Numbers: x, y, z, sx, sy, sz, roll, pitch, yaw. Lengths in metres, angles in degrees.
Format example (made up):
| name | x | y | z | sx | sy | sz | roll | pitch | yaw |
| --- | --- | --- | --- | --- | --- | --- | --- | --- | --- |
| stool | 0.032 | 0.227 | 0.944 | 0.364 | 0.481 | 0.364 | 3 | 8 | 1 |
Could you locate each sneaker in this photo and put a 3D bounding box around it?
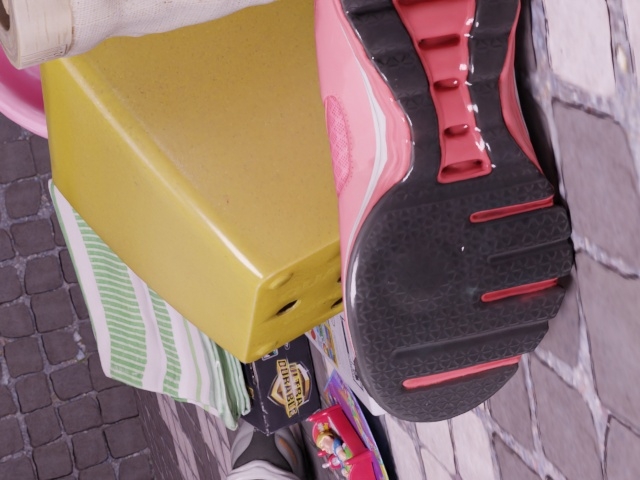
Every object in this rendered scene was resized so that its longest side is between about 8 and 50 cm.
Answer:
| name | x | y | z | sx | sy | sz | roll | pitch | yaw |
| --- | --- | --- | --- | --- | --- | --- | --- | --- | --- |
| sneaker | -0.050 | 0.268 | 1.623 | 0.271 | 0.100 | 0.108 | 92 | -178 | -61 |
| sneaker | 0.057 | -0.061 | 0.790 | 0.136 | 0.115 | 0.314 | -113 | 18 | -70 |

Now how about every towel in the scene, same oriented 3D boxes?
| name | x | y | z | sx | sy | sz | roll | pitch | yaw |
| --- | --- | --- | --- | --- | --- | --- | --- | --- | --- |
| towel | -0.179 | 0.050 | 1.518 | 0.325 | 0.038 | 0.248 | 9 | 116 | 61 |

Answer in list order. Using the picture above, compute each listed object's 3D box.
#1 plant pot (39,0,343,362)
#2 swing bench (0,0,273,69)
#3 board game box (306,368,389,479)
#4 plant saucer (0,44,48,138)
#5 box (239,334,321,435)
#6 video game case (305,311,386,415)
| name | x | y | z | sx | sy | sz | roll | pitch | yaw |
| --- | --- | --- | --- | --- | --- | --- | --- | --- | --- |
| plant pot | -0.031 | -0.052 | 0.931 | 0.187 | 0.212 | 0.212 | 56 | 162 | 16 |
| swing bench | -0.025 | -0.195 | 0.594 | 0.165 | 0.253 | 0.255 | 100 | 152 | -62 |
| board game box | 0.020 | 0.184 | 1.296 | 0.169 | 0.033 | 0.133 | 106 | 142 | -74 |
| plant saucer | -0.169 | -0.241 | 1.177 | 0.332 | 0.084 | 0.332 | 8 | 105 | 30 |
| box | -0.123 | 0.011 | 1.502 | 0.295 | 0.073 | 0.293 | 22 | 129 | 57 |
| video game case | 0.000 | 0.000 | 1.213 | 0.206 | 0.026 | 0.227 | -136 | 32 | -64 |
